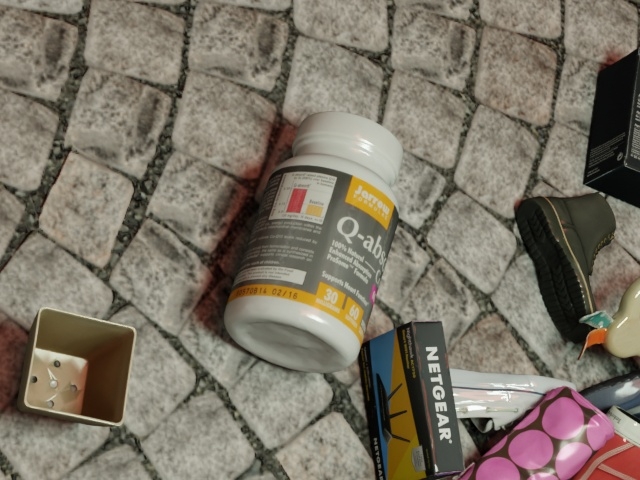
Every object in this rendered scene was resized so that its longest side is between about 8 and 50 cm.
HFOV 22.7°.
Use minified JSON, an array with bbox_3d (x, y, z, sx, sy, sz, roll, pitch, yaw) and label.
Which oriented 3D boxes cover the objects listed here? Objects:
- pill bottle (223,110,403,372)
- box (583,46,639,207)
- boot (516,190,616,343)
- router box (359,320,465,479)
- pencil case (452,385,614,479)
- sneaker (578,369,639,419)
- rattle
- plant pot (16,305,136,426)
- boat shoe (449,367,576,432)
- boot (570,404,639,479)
[{"bbox_3d":[0.000,0.000,1.851,0.162,0.162,0.278,26,64,-18],"label":"pill bottle"},{"bbox_3d":[0.506,-0.126,2.196,0.261,0.103,0.184,21,68,-20],"label":"box"},{"bbox_3d":[0.352,0.027,2.085,0.137,0.077,0.198,-11,80,-36],"label":"boot"},{"bbox_3d":[0.104,0.193,1.859,0.046,0.133,0.179,0,74,-29],"label":"router box"},{"bbox_3d":[0.247,0.264,1.901,0.209,0.095,0.098,-40,63,-9],"label":"pencil case"},{"bbox_3d":[0.475,0.221,2.064,0.319,0.112,0.131,-7,83,-25],"label":"sneaker"},{"bbox_3d":[0.389,0.091,2.057,0.200,0.143,0.130,-20,126,-13],"label":"rattle"},{"bbox_3d":[-0.270,0.144,1.697,0.109,0.096,0.109,15,67,-23],"label":"plant pot"},{"bbox_3d":[0.205,0.198,1.954,0.226,0.083,0.076,7,84,-15],"label":"boat shoe"},{"bbox_3d":[0.409,0.331,1.998,0.244,0.088,0.176,29,96,-24],"label":"boot"}]
